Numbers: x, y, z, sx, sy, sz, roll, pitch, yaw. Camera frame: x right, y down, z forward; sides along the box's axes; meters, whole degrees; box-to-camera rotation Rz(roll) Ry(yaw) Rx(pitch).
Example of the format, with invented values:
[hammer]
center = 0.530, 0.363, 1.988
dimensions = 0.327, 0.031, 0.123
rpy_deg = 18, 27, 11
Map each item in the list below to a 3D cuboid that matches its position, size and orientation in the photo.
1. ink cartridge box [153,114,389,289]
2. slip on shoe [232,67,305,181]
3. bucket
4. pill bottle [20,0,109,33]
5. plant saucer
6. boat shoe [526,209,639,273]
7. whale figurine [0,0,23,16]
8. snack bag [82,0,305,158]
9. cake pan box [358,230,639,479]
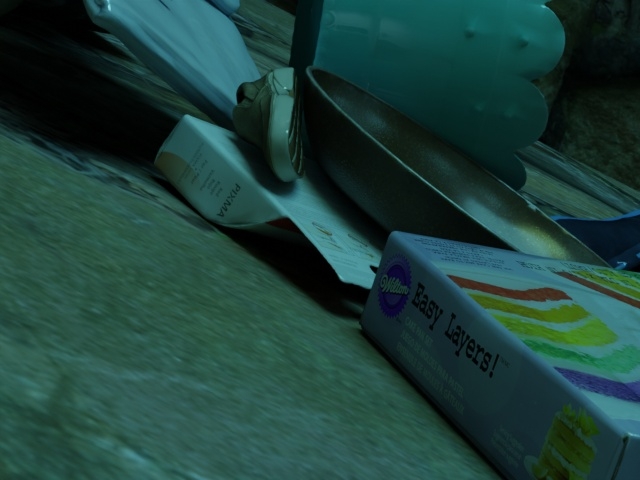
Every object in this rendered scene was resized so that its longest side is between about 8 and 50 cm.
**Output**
[ink cartridge box]
center = 0.000, 0.000, 1.006
dimensions = 0.145, 0.045, 0.179
rpy_deg = 17, 24, -48
[slip on shoe]
center = -0.033, -0.071, 1.006
dimensions = 0.041, 0.051, 0.135
rpy_deg = -7, 26, 2
[bucket]
center = 0.077, -0.169, 1.334
dimensions = 0.183, 0.281, 0.281
rpy_deg = 9, 13, -6
[pill bottle]
center = -0.261, -0.303, 1.335
dimensions = 0.204, 0.204, 0.361
rpy_deg = 34, 12, 34
[plant saucer]
center = 0.105, -0.008, 1.100
dimensions = 0.310, 0.050, 0.310
rpy_deg = 35, 9, -7
[boat shoe]
center = 0.250, 0.037, 1.329
dimensions = 0.258, 0.109, 0.089
rpy_deg = -8, 41, -45
[whale figurine]
center = -0.302, -0.238, 1.051
dimensions = 0.272, 0.141, 0.216
rpy_deg = 22, 26, 6
[snack bag]
center = -0.125, -0.216, 1.119
dimensions = 0.343, 0.037, 0.323
rpy_deg = 65, 12, 26
[cake pan box]
center = 0.187, 0.084, 0.848
dimensions = 0.266, 0.070, 0.246
rpy_deg = 10, 19, -26
